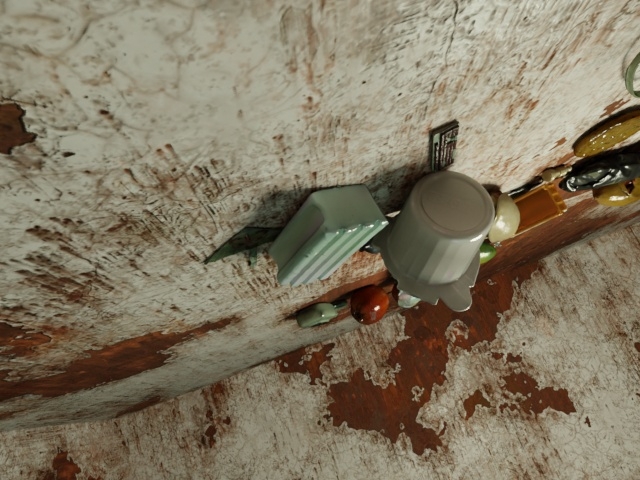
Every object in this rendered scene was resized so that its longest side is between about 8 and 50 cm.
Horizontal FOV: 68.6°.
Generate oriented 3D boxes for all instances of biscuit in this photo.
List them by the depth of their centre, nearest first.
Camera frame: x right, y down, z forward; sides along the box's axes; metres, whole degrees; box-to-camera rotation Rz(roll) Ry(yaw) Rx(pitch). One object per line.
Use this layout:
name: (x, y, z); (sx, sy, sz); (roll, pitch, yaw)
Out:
biscuit: (0.727, -0.268, 1.173); (0.187, 0.027, 0.188); (-19, 163, -6)

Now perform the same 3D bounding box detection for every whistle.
whistle: (0.352, 0.183, 1.919); (0.142, 0.134, 0.346); (-34, 151, 2)

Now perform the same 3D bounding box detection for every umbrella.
umbrella: (0.585, -0.147, 1.380); (0.148, 0.022, 0.022); (-24, 120, 9)

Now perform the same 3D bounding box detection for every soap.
soap: (0.000, 0.000, 1.006); (0.172, 0.095, 0.289); (-12, 159, -34)

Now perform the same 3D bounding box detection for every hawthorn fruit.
hawthorn fruit: (0.250, 0.250, 1.977); (0.285, 0.165, 0.165); (-20, 165, -38)

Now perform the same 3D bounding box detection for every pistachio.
pistachio: (0.485, -0.072, 1.310); (0.143, 0.144, 0.215); (-28, 155, 20)

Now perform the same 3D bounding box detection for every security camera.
security camera: (0.020, 0.315, 2.003); (0.157, 0.080, 0.301); (-30, 163, 25)

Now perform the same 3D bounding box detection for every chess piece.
chess piece: (0.672, -0.193, 1.324); (0.092, 0.035, 0.035); (-18, 162, -20)

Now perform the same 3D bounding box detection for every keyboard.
keyboard: (0.237, -0.175, 0.904); (0.055, 0.017, 0.166); (-23, 162, 6)

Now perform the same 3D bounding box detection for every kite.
kite: (-0.149, 0.018, 1.045); (0.229, 0.012, 0.250); (-17, 163, -10)

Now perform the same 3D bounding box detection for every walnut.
walnut: (1.017, -0.189, 1.561); (0.245, 0.137, 0.137); (-22, 163, -11)

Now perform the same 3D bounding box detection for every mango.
mango: (0.464, 0.043, 1.585); (0.237, 0.091, 0.137); (12, 145, -9)

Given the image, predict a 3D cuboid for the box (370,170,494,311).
box: (0.271, -0.008, 1.043); (0.262, 0.292, 0.206); (-14, 151, -11)

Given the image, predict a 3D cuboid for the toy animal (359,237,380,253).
toy animal: (0.214, 0.014, 1.275); (0.209, 0.117, 0.121); (-23, 169, 0)

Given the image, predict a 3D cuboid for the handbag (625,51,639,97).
handbag: (0.666, -0.334, 0.838); (0.219, 0.079, 0.256); (-24, 161, 21)

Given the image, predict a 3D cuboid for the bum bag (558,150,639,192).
bum bag: (0.886, -0.214, 1.405); (0.340, 0.095, 0.144); (-11, 168, -12)

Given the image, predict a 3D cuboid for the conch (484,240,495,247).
conch: (0.611, -0.038, 1.638); (0.330, 0.093, 0.109); (-46, 163, 13)

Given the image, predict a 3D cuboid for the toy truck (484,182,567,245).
toy truck: (0.617, -0.075, 1.442); (0.135, 0.114, 0.270); (-17, 168, -36)
